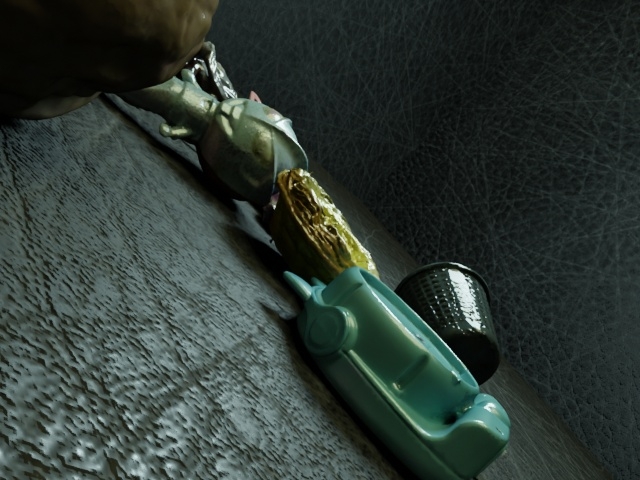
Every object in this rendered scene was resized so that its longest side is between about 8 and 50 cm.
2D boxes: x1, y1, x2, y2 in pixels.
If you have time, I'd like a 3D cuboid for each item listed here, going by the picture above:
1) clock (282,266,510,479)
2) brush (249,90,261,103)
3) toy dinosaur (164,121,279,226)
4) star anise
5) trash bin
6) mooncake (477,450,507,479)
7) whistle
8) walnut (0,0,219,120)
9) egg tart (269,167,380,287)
[{"bbox_3d":[0.075,0.122,0.695,0.274,0.094,0.223,47,7,14],"label":"clock"},{"bbox_3d":[-0.121,-0.214,1.230,0.233,0.047,0.103,-99,162,-56],"label":"brush"},{"bbox_3d":[-0.106,-0.103,1.066,0.251,0.072,0.200,56,21,10],"label":"toy dinosaur"},{"bbox_3d":[-0.242,-0.322,1.243,0.316,0.139,0.359,54,12,3],"label":"star anise"},{"bbox_3d":[0.210,0.149,1.060,0.175,0.175,0.161,41,19,-26],"label":"trash bin"},{"bbox_3d":[0.137,0.172,0.890,0.150,0.057,0.347,27,17,-25],"label":"mooncake"},{"bbox_3d":[-0.151,-0.155,0.903,0.346,0.142,0.133,29,-16,-22],"label":"whistle"},{"bbox_3d":[-0.211,-0.216,0.504,0.273,0.273,0.227,-25,102,-82],"label":"walnut"},{"bbox_3d":[-0.002,0.000,0.874,0.213,0.090,0.213,53,14,-19],"label":"egg tart"}]
